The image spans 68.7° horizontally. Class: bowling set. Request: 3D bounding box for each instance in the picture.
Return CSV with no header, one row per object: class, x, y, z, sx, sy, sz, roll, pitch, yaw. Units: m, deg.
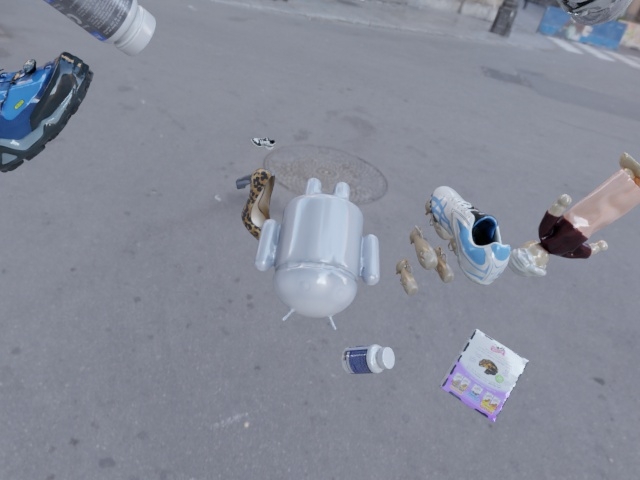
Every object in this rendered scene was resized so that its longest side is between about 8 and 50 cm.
bowling set,0.356,0.032,1.375,0.199,0.287,0.154,13,36,-21

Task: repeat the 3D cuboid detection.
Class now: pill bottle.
pill bottle,0.114,0.284,1.120,0.120,0.067,0.067,-16,11,40
pill bottle,-0.288,-0.307,0.603,0.137,0.078,0.078,31,11,-50

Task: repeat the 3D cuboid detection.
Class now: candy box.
candy box,0.458,0.376,1.323,0.164,0.196,0.070,32,-7,14

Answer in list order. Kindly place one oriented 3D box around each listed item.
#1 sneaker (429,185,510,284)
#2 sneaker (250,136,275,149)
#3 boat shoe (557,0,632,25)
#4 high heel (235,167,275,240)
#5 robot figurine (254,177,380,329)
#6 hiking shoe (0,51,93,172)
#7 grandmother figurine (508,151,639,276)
sneaker,0.248,-0.027,0.776,0.085,0.086,0.237,18,33,-20
sneaker,-0.175,-0.304,1.433,0.083,0.037,0.032,3,56,-45
boat shoe,0.207,-0.205,0.349,0.066,0.063,0.184,43,10,12
high heel,-0.184,-0.105,1.560,0.186,0.262,0.093,-10,13,47
robot figurine,-0.003,0.030,1.119,0.299,0.200,0.354,7,67,2
hiking shoe,-0.409,-0.145,0.535,0.303,0.132,0.113,-24,45,11
grandmother figurine,0.584,-0.031,1.074,0.207,0.342,0.104,41,25,-15
